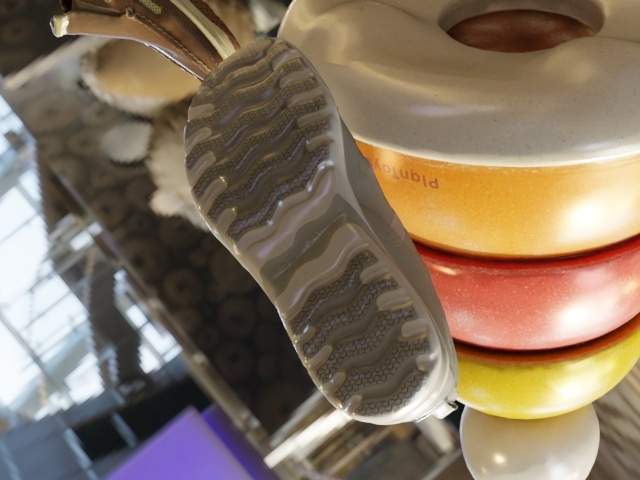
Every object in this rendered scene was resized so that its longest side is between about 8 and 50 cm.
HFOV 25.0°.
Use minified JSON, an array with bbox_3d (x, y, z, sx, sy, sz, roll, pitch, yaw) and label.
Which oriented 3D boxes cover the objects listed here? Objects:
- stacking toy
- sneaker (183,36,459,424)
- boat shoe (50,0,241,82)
[{"bbox_3d":[0.152,0.016,1.133,0.350,0.351,0.480,42,144,48],"label":"stacking toy"},{"bbox_3d":[0.000,0.000,0.901,0.115,0.105,0.281,39,-155,-61],"label":"sneaker"},{"bbox_3d":[-0.185,-0.200,1.185,0.257,0.095,0.095,39,169,-4],"label":"boat shoe"}]
